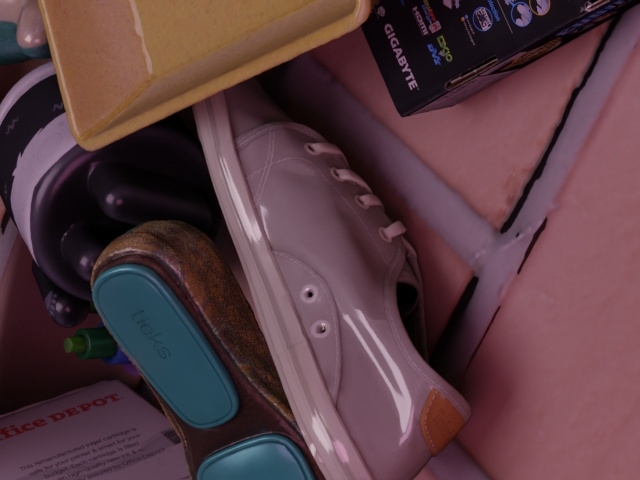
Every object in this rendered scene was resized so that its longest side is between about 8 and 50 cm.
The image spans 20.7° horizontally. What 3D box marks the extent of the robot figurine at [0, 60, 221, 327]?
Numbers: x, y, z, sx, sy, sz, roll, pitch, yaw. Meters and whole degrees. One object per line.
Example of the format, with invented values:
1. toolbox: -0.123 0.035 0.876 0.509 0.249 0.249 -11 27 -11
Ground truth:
1. robot figurine: -0.184 -0.052 1.505 0.173 0.209 0.278 61 173 -33

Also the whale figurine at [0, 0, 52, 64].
1. whale figurine: -0.270 -0.216 1.616 0.272 0.216 0.141 36 147 48

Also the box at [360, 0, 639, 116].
1. box: 0.116 -0.275 1.219 0.293 0.073 0.295 -28 83 42

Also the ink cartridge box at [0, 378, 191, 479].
1. ink cartridge box: -0.181 0.247 1.509 0.273 0.197 0.114 32 128 43

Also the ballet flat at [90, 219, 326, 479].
1. ballet flat: -0.059 0.135 1.378 0.123 0.123 0.348 -13 110 48

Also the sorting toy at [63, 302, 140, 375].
1. sorting toy: -0.269 -0.008 1.661 0.365 0.126 0.127 53 128 34

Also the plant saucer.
1. plant saucer: -0.095 -0.268 1.304 0.333 0.081 0.332 -19 83 44

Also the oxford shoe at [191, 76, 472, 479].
1. oxford shoe: 0.000 0.000 1.370 0.130 0.169 0.449 -25 58 4
